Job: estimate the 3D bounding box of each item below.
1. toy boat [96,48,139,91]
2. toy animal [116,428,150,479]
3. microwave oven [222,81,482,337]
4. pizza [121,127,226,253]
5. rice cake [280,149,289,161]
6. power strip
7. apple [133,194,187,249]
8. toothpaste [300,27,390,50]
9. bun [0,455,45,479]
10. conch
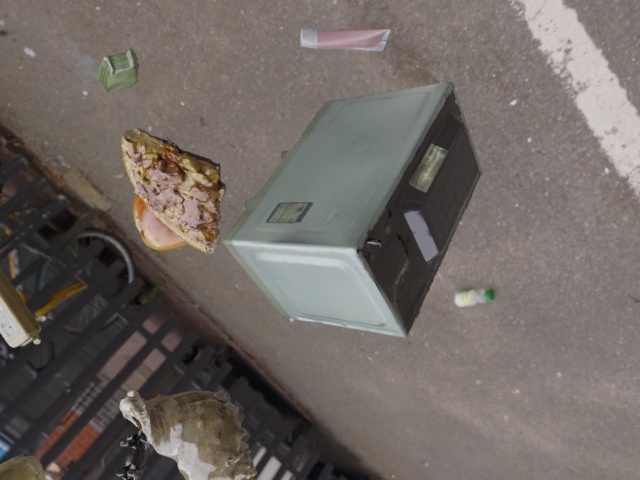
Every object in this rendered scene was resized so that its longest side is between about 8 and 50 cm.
[{"bbox_3d":[-0.454,-0.373,1.185,0.293,0.093,0.055,20,130,64],"label":"toy boat"},{"bbox_3d":[-0.646,0.726,1.849,0.114,0.245,0.146,20,157,6],"label":"toy animal"},{"bbox_3d":[0.073,-0.048,0.844,0.286,0.355,0.218,3,139,38],"label":"microwave oven"},{"bbox_3d":[-0.381,-0.130,1.433,0.277,0.114,0.409,-7,127,29],"label":"pizza"},{"bbox_3d":[-0.088,-0.216,1.499,0.270,0.049,0.055,-110,3,-73],"label":"rice cake"},{"bbox_3d":[-0.629,0.075,0.991,0.064,0.044,0.305,-30,95,23],"label":"power strip"},{"bbox_3d":[-0.472,-0.094,1.671,0.242,0.241,0.242,42,154,26],"label":"apple"},{"bbox_3d":[0.054,-0.451,1.179,0.194,0.043,0.067,-1,158,-8],"label":"toothpaste"},{"bbox_3d":[-0.953,0.763,1.467,0.202,0.364,0.364,64,149,8],"label":"bun"},{"bbox_3d":[-0.277,0.421,1.166,0.324,0.186,0.263,48,145,-1],"label":"conch"}]
